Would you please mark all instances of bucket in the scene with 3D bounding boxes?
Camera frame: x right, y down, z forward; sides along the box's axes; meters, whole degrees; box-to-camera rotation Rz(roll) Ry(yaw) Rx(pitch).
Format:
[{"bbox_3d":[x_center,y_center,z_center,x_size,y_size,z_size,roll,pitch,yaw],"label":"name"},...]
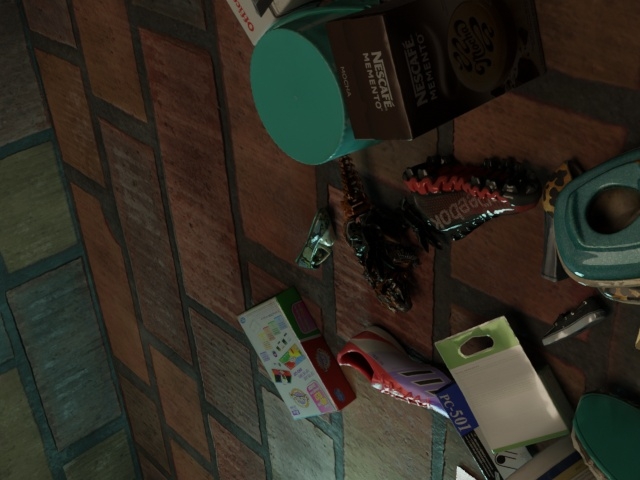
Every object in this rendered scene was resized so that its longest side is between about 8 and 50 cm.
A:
[{"bbox_3d":[0.019,-0.274,1.435,0.281,0.183,0.281,31,135,37],"label":"bucket"}]

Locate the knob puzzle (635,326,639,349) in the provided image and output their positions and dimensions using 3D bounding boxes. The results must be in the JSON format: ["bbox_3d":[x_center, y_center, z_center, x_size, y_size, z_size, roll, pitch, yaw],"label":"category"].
[{"bbox_3d":[0.529,0.083,1.088,0.213,0.030,0.213,7,109,20],"label":"knob puzzle"}]

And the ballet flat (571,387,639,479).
[{"bbox_3d":[0.560,0.398,1.273,0.409,0.147,0.147,38,140,31],"label":"ballet flat"}]

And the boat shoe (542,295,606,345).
[{"bbox_3d":[0.411,0.133,1.348,0.142,0.049,0.040,-47,56,54],"label":"boat shoe"}]

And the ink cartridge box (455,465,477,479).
[{"bbox_3d":[0.334,0.597,1.791,0.145,0.045,0.179,32,139,36],"label":"ink cartridge box"}]

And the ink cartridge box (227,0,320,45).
[{"bbox_3d":[-0.075,-0.504,1.453,0.197,0.114,0.273,59,148,2],"label":"ink cartridge box"}]

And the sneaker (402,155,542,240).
[{"bbox_3d":[0.255,-0.063,1.358,0.276,0.098,0.135,11,122,52],"label":"sneaker"}]

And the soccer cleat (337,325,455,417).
[{"bbox_3d":[0.174,0.293,1.709,0.318,0.116,0.108,33,137,36],"label":"soccer cleat"}]

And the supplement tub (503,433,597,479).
[{"bbox_3d":[0.452,0.507,1.368,0.316,0.228,0.228,53,147,27],"label":"supplement tub"}]

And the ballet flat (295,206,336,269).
[{"bbox_3d":[0.000,0.000,1.788,0.070,0.070,0.188,49,147,18],"label":"ballet flat"}]

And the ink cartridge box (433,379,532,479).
[{"bbox_3d":[0.314,0.359,1.586,0.207,0.097,0.046,59,-178,3],"label":"ink cartridge box"}]

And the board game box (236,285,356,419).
[{"bbox_3d":[-0.067,0.290,2.076,0.316,0.064,0.242,61,147,0],"label":"board game box"}]

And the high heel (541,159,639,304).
[{"bbox_3d":[0.435,-0.012,1.179,0.261,0.093,0.186,14,112,41],"label":"high heel"}]

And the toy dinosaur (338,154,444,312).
[{"bbox_3d":[0.100,-0.005,1.574,0.322,0.164,0.218,46,167,-16],"label":"toy dinosaur"}]

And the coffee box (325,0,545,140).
[{"bbox_3d":[0.168,-0.264,1.142,0.119,0.297,0.168,9,121,50],"label":"coffee box"}]

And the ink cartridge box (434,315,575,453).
[{"bbox_3d":[0.334,0.257,1.491,0.171,0.056,0.235,-30,86,41],"label":"ink cartridge box"}]

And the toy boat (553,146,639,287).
[{"bbox_3d":[0.425,0.017,1.033,0.268,0.148,0.318,-24,59,34],"label":"toy boat"}]
